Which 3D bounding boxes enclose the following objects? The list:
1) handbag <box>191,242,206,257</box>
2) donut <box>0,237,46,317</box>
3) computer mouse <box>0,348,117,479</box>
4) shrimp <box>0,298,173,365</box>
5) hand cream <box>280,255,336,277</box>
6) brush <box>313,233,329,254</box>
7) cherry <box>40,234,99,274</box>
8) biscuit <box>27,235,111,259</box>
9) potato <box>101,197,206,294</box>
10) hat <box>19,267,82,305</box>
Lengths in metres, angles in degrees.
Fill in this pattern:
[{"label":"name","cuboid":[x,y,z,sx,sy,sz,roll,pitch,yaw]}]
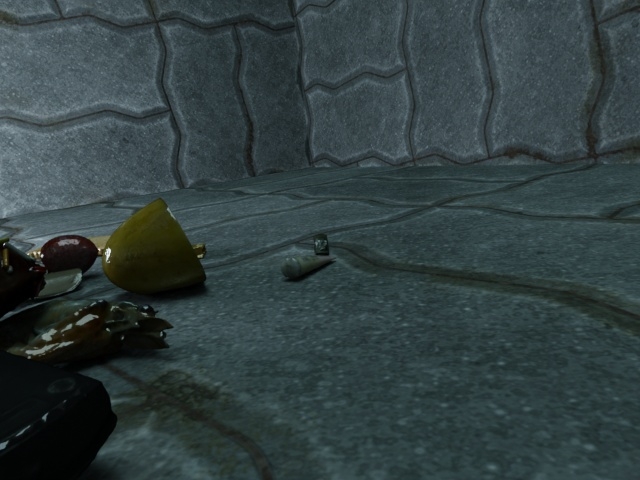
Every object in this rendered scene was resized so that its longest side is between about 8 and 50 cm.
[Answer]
[{"label":"handbag","cuboid":[-0.306,0.024,1.200,0.061,0.027,0.083,-8,11,-3]},{"label":"donut","cuboid":[-0.498,0.093,0.655,0.269,0.103,0.270,-26,19,9]},{"label":"computer mouse","cuboid":[-0.308,0.164,0.401,0.269,0.100,0.170,6,21,27]},{"label":"shrimp","cuboid":[-0.341,0.132,0.655,0.317,0.077,0.168,-7,21,19]},{"label":"hand cream","cuboid":[-0.027,0.045,0.961,0.061,0.039,0.143,-7,1,28]},{"label":"brush","cuboid":[0.000,0.000,1.149,0.034,0.028,0.190,-5,12,0]},{"label":"cherry","cuboid":[-0.596,0.048,1.094,0.225,0.090,0.107,-16,-21,-5]},{"label":"biscuit","cuboid":[-0.661,0.019,1.398,0.249,0.030,0.160,-4,13,11]},{"label":"potato","cuboid":[-0.320,0.028,0.928,0.158,0.178,0.203,-26,42,-15]},{"label":"hat","cuboid":[-0.574,0.070,1.000,0.175,0.085,0.147,-19,17,-41]}]
